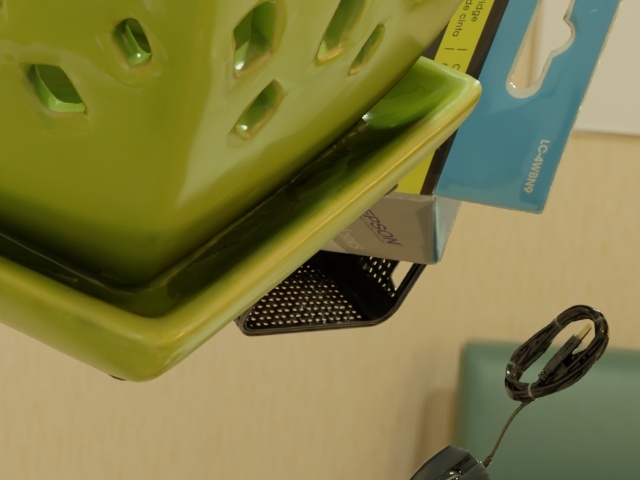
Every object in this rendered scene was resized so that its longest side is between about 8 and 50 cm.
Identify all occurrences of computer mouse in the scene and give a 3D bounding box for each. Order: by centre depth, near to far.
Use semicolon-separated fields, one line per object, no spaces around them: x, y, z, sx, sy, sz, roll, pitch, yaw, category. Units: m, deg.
0.110;0.140;1.165;0.041;0.242;0.071;34;1;-42;computer mouse

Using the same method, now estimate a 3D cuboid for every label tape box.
0.048;-0.118;1.157;0.348;0.249;0.115;9;-24;32;label tape box

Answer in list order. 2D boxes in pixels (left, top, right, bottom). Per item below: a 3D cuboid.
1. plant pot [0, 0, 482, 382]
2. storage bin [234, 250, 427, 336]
-0.066;-0.102;0.519;0.228;0.207;0.227;22;36;23;plant pot
0.000;0.000;1.347;0.180;0.122;0.084;-1;42;-46;storage bin
